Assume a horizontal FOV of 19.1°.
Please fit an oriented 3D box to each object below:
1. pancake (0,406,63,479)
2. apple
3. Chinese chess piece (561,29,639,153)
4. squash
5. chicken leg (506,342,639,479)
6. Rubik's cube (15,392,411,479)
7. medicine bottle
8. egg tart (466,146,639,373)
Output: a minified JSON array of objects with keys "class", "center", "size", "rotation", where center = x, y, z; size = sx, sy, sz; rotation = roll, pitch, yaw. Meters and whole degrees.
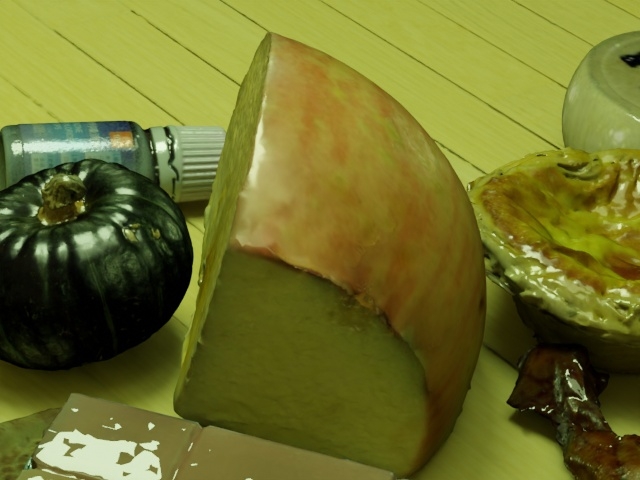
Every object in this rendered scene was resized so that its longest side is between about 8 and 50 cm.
[{"class":"pancake","center":[-0.154,0.181,1.341],"size":[0.250,0.031,0.250],"rotation":[5,24,-2]},{"class":"apple","center":[0.000,0.000,1.475],"size":[0.252,0.314,0.309],"rotation":[-17,39,29]},{"class":"Chinese chess piece","center":[0.362,-0.110,1.851],"size":[0.257,0.104,0.257],"rotation":[6,33,-4]},{"class":"squash","center":[-0.198,0.017,1.504],"size":[0.193,0.156,0.193],"rotation":[-24,33,16]},{"class":"chicken leg","center":[0.216,0.165,1.421],"size":[0.113,0.093,0.304],"rotation":[-15,33,-13]},{"class":"Rubik's cube","center":[-0.086,0.258,1.084],"size":[0.221,0.231,0.225],"rotation":[13,35,11]},{"class":"medicine bottle","center":[-0.183,-0.065,1.698],"size":[0.203,0.083,0.083],"rotation":[-1,34,-16]},{"class":"egg tart","center":[0.253,0.026,1.609],"size":[0.294,0.116,0.295],"rotation":[7,30,-4]}]
